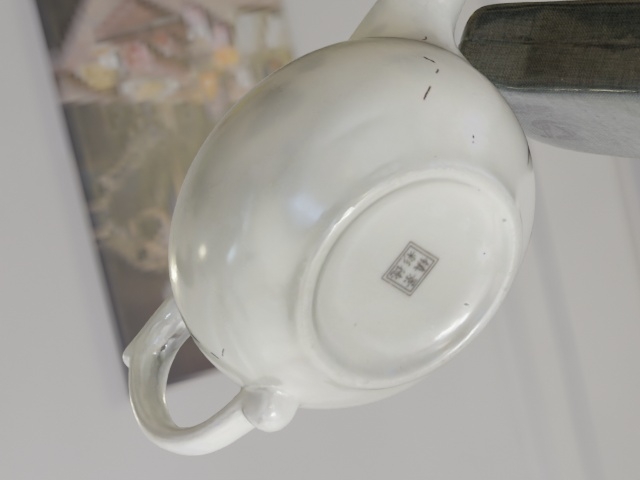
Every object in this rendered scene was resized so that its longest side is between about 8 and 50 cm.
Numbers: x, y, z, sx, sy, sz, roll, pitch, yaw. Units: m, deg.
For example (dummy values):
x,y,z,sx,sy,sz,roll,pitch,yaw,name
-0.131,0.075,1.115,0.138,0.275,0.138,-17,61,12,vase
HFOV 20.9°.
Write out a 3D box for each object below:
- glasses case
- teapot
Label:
x,y,z,sx,sy,sz,roll,pitch,yaw,name
0.241,-0.099,1.092,0.323,0.074,0.131,7,165,43,glasses case
0.000,0.000,0.941,0.300,0.166,0.208,-43,145,12,teapot
